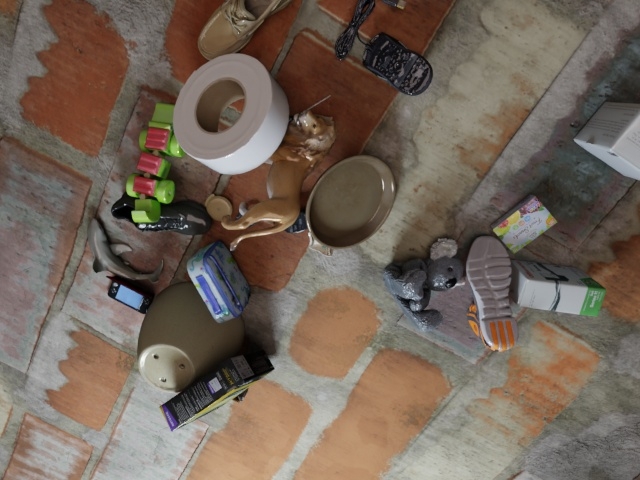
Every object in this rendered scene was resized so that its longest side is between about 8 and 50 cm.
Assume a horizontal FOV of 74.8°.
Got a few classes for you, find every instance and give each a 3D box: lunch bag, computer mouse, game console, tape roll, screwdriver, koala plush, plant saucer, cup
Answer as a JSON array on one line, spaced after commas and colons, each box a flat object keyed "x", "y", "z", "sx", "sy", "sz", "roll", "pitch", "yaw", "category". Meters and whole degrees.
[{"x": -0.298, "y": 0.123, "z": 1.245, "sx": 0.090, "sy": 0.176, "sz": 0.219, "roll": -21, "pitch": 105, "yaw": 13, "category": "lunch bag"}, {"x": 0.182, "y": -0.491, "z": 1.043, "sx": 0.262, "sy": 0.060, "sz": 0.184, "roll": 30, "pitch": 114, "yaw": 7, "category": "computer mouse"}, {"x": -0.622, "y": 0.178, "z": 1.346, "sx": 0.144, "sy": 0.085, "sz": 0.124, "roll": 29, "pitch": 109, "yaw": -4, "category": "game console"}, {"x": -0.226, "y": -0.315, "z": 1.048, "sx": 0.286, "sy": 0.100, "sz": 0.286, "roll": -5, "pitch": 77, "yaw": 21, "category": "tape roll"}, {"x": -0.045, "y": -0.346, "z": 1.136, "sx": 0.170, "sy": 0.024, "sz": 0.025, "roll": -24, "pitch": 76, "yaw": 11, "category": "screwdriver"}, {"x": 0.311, "y": 0.105, "z": 1.198, "sx": 0.221, "sy": 0.203, "sz": 0.196, "roll": -31, "pitch": 114, "yaw": -7, "category": "koala plush"}, {"x": 0.080, "y": -0.104, "z": 1.133, "sx": 0.278, "sy": 0.041, "sz": 0.278, "roll": -16, "pitch": 127, "yaw": -22, "category": "plant saucer"}, {"x": -0.138, "y": -0.062, "z": 1.242, "sx": 0.242, "sy": 0.041, "sz": 0.071, "roll": 2, "pitch": 111, "yaw": 12, "category": "computer mouse"}, {"x": -0.426, "y": 0.328, "z": 1.299, "sx": 0.331, "sy": 0.237, "sz": 0.331, "roll": 2, "pitch": 110, "yaw": 5, "category": "cup"}]

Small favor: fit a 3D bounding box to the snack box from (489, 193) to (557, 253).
[{"x": 0.565, "y": -0.046, "z": 1.171, "sx": 0.141, "sy": 0.037, "sz": 0.100, "roll": -42, "pitch": 102, "yaw": 17, "category": "snack box"}]

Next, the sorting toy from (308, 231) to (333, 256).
[{"x": 0.000, "y": 0.000, "z": 1.245, "sx": 0.075, "sy": 0.045, "sz": 0.083, "roll": 3, "pitch": 110, "yaw": 13, "category": "sorting toy"}]

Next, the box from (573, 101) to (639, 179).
[{"x": 0.757, "y": -0.233, "z": 1.008, "sx": 0.182, "sy": 0.181, "sz": 0.119, "roll": 32, "pitch": 110, "yaw": -6, "category": "box"}]

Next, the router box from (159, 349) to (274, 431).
[{"x": -0.294, "y": 0.439, "z": 1.263, "sx": 0.243, "sy": 0.309, "sz": 0.081, "roll": -35, "pitch": 76, "yaw": 2, "category": "router box"}]

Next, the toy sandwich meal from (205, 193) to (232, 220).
[{"x": -0.302, "y": -0.098, "z": 1.247, "sx": 0.085, "sy": 0.029, "sz": 0.085, "roll": 1, "pitch": 111, "yaw": 1, "category": "toy sandwich meal"}]

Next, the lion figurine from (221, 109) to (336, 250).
[{"x": -0.098, "y": -0.151, "z": 1.094, "sx": 0.240, "sy": 0.142, "sz": 0.392, "roll": 7, "pitch": 81, "yaw": 13, "category": "lion figurine"}]

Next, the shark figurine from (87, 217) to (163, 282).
[{"x": -0.637, "y": 0.081, "z": 1.301, "sx": 0.278, "sy": 0.116, "sz": 0.166, "roll": 36, "pitch": 110, "yaw": -5, "category": "shark figurine"}]

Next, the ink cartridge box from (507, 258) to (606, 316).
[{"x": 0.638, "y": 0.128, "z": 1.164, "sx": 0.208, "sy": 0.153, "sz": 0.087, "roll": 7, "pitch": 109, "yaw": 2, "category": "ink cartridge box"}]

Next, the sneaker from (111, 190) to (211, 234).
[{"x": -0.465, "y": -0.063, "z": 1.220, "sx": 0.286, "sy": 0.130, "sz": 0.109, "roll": 11, "pitch": 115, "yaw": 1, "category": "sneaker"}]

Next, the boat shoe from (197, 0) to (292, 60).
[{"x": -0.191, "y": -0.561, "z": 1.032, "sx": 0.302, "sy": 0.098, "sz": 0.109, "roll": -31, "pitch": 104, "yaw": 15, "category": "boat shoe"}]

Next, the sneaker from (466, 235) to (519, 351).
[{"x": 0.470, "y": 0.156, "z": 1.211, "sx": 0.124, "sy": 0.180, "sz": 0.321, "roll": -1, "pitch": 75, "yaw": 5, "category": "sneaker"}]

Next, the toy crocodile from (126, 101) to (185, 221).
[{"x": -0.449, "y": -0.212, "z": 1.139, "sx": 0.115, "sy": 0.105, "sz": 0.340, "roll": 13, "pitch": 86, "yaw": 1, "category": "toy crocodile"}]

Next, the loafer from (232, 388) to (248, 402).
[{"x": -0.335, "y": 0.503, "z": 1.444, "sx": 0.170, "sy": 0.061, "sz": 0.062, "roll": 21, "pitch": 111, "yaw": -1, "category": "loafer"}]
